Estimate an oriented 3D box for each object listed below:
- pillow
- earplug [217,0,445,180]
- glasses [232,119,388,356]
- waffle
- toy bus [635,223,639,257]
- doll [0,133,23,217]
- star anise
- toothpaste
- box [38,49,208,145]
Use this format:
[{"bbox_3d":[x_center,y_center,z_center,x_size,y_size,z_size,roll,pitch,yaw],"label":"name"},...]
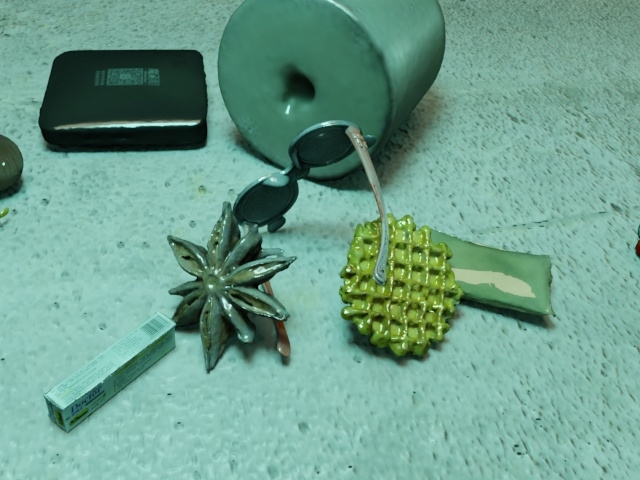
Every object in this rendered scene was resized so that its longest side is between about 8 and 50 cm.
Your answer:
[{"bbox_3d":[0.230,0.044,0.924,0.208,0.053,0.119,13,38,12],"label":"pillow"},{"bbox_3d":[0.053,-0.326,1.147,0.312,0.313,0.394,22,40,17],"label":"earplug"},{"bbox_3d":[0.000,0.000,0.847,0.118,0.234,0.268,18,43,-45],"label":"glasses"},{"bbox_3d":[0.104,0.055,0.840,0.191,0.038,0.191,7,69,-20],"label":"waffle"},{"bbox_3d":[0.537,-0.032,0.946,0.081,0.195,0.089,5,43,-2],"label":"toy bus"},{"bbox_3d":[-0.504,-0.094,0.955,0.145,0.096,0.188,-27,61,-24],"label":"doll"},{"bbox_3d":[-0.122,0.056,0.806,0.195,0.182,0.065,41,7,18],"label":"star anise"},{"bbox_3d":[-0.233,0.145,0.745,0.034,0.046,0.164,30,46,22],"label":"toothpaste"},{"bbox_3d":[-0.348,-0.265,1.189,0.288,0.073,0.290,-4,42,-12],"label":"box"}]
